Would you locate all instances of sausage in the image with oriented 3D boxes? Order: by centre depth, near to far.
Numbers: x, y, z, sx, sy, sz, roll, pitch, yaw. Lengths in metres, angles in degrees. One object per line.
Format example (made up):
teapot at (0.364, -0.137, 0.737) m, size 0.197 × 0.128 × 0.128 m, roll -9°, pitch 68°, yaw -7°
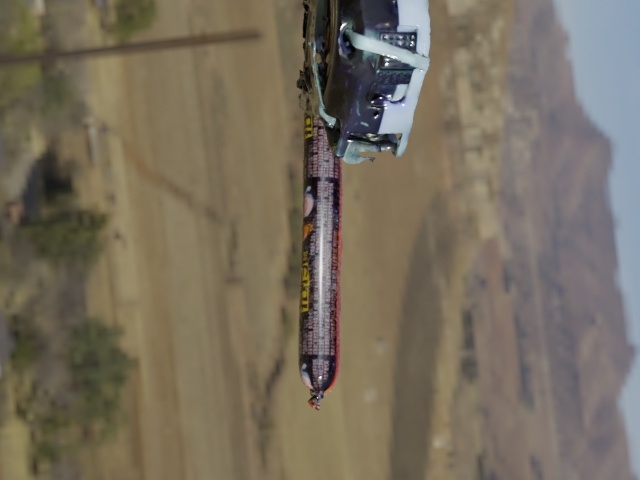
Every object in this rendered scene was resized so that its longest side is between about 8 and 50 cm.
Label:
sausage at (0.000, 0.000, 1.086) m, size 0.028 × 0.025 × 0.198 m, roll -20°, pitch -116°, yaw 57°

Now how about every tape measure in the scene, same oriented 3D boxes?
tape measure at (0.019, -0.090, 0.871) m, size 0.091 × 0.054 × 0.094 m, roll -115°, pitch -150°, yaw -62°
